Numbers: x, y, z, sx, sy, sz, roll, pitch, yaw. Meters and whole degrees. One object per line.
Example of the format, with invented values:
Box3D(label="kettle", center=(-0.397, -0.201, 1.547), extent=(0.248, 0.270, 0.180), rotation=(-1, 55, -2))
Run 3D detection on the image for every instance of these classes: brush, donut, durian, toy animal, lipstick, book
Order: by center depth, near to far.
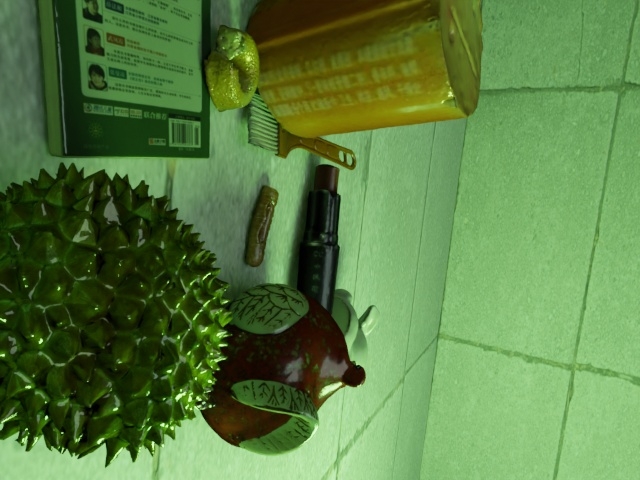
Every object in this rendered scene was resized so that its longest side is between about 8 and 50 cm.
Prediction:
Box3D(label="durian", center=(-0.174, 0.058, 0.342), extent=(0.200, 0.176, 0.237), rotation=(-43, 117, -20))
Box3D(label="book", center=(-0.189, -0.220, 0.452), extent=(0.202, 0.027, 0.264), rotation=(-19, 115, -61))
Box3D(label="donut", center=(-0.112, -0.221, 0.563), extent=(0.097, 0.043, 0.108), rotation=(71, 30, -69))
Box3D(label="brush", center=(-0.018, -0.172, 0.756), extent=(0.314, 0.017, 0.090), rotation=(6, 81, -54))
Box3D(label="lipstick", center=(0.000, 0.000, 0.840), extent=(0.081, 0.081, 0.299), rotation=(15, 79, -63))
Box3D(label="toy animal", center=(0.040, 0.193, 0.929), extent=(0.193, 0.127, 0.178), rotation=(43, 58, -56))

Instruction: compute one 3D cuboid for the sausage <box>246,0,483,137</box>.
Box3D(label="sausage", center=(0.070, -0.280, 0.631), extent=(0.233, 0.287, 0.233), rotation=(-7, 98, -58))

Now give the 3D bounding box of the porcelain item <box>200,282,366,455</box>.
Box3D(label="porcelain item", center=(-0.048, 0.188, 0.636), extent=(0.253, 0.253, 0.253), rotation=(-29, 124, -58))

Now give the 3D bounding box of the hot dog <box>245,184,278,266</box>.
Box3D(label="hot dog", center=(-0.096, -0.024, 0.701), extent=(0.044, 0.028, 0.137), rotation=(28, 74, -55))

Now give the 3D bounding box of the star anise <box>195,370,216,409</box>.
Box3D(label="star anise", center=(-0.166, 0.132, 0.528), extent=(0.070, 0.097, 0.190), rotation=(63, 41, -72))
